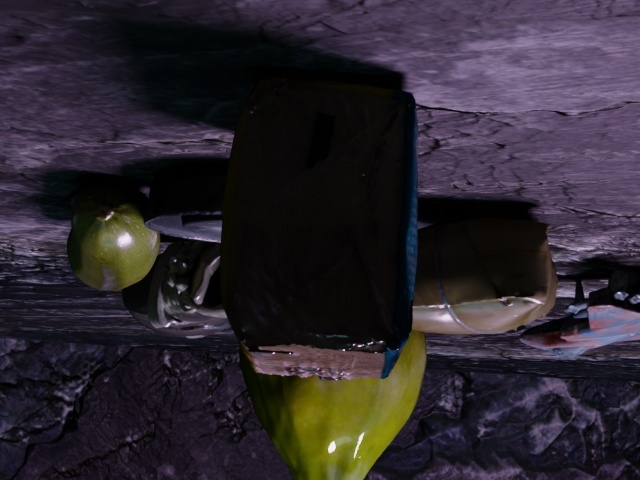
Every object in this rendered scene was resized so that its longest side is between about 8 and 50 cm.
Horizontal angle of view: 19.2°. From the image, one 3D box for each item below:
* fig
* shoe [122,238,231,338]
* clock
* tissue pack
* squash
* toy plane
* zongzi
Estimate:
[{"bbox_3d":[0.032,0.174,2.273,0.233,0.314,0.233,-23,168,-5],"label":"fig"},{"bbox_3d":[-0.130,0.036,2.021,0.293,0.109,0.149,-6,164,37],"label":"shoe"},{"bbox_3d":[-0.046,-0.028,1.715,0.226,0.049,0.226,2,172,0],"label":"clock"},{"bbox_3d":[0.000,0.000,1.370,0.134,0.192,0.271,2,171,0],"label":"tissue pack"},{"bbox_3d":[-0.205,0.003,1.872,0.094,0.094,0.341,5,169,-9],"label":"squash"},{"bbox_3d":[0.338,0.087,2.156,0.223,0.104,0.326,10,174,-35],"label":"toy plane"},{"bbox_3d":[0.105,0.048,1.836,0.256,0.115,0.228,-12,171,8],"label":"zongzi"}]
